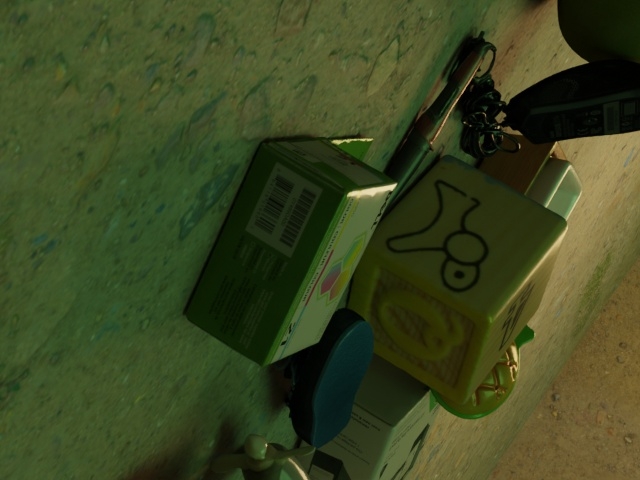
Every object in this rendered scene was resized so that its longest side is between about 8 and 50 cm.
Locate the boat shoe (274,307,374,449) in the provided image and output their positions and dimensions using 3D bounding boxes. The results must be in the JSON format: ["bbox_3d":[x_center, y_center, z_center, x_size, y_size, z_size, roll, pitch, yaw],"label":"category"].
[{"bbox_3d":[-0.010,0.156,1.579,0.109,0.089,0.258,-29,153,-33],"label":"boat shoe"}]

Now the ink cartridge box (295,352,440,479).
[{"bbox_3d":[0.064,0.281,1.902,0.211,0.122,0.289,-38,153,-49],"label":"ink cartridge box"}]

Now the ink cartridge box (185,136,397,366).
[{"bbox_3d":[0.000,0.000,1.329,0.255,0.097,0.188,-14,132,-64],"label":"ink cartridge box"}]

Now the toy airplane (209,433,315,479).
[{"bbox_3d":[-0.013,0.377,1.434,0.272,0.386,0.384,-50,165,12],"label":"toy airplane"}]

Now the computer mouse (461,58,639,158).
[{"bbox_3d":[0.308,-0.180,1.698,0.188,0.272,0.072,71,14,-68],"label":"computer mouse"}]

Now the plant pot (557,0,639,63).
[{"bbox_3d":[0.401,-0.331,1.650,0.274,0.275,0.293,-51,176,-22],"label":"plant pot"}]

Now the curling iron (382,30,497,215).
[{"bbox_3d":[0.124,-0.119,1.562,0.274,0.035,0.068,-58,162,-4],"label":"curling iron"}]

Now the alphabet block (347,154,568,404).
[{"bbox_3d":[0.166,0.047,1.693,0.197,0.192,0.193,-45,156,-34],"label":"alphabet block"}]

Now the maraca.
[{"bbox_3d":[0.213,0.149,1.801,0.185,0.127,0.099,-56,-167,-21],"label":"maraca"}]

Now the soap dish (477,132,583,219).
[{"bbox_3d":[0.254,-0.008,1.946,0.290,0.118,0.229,-60,162,1],"label":"soap dish"}]
